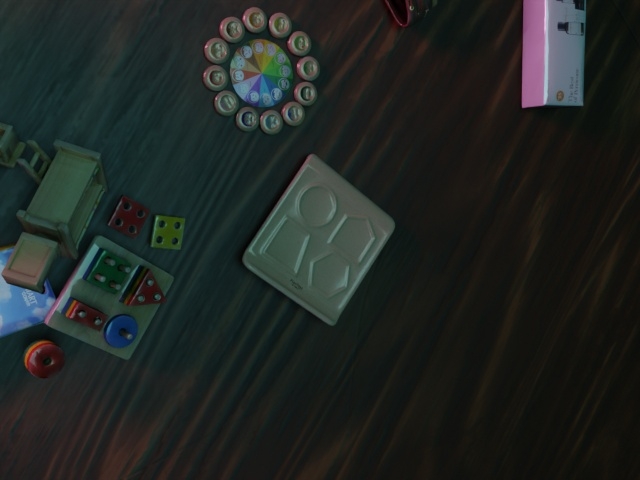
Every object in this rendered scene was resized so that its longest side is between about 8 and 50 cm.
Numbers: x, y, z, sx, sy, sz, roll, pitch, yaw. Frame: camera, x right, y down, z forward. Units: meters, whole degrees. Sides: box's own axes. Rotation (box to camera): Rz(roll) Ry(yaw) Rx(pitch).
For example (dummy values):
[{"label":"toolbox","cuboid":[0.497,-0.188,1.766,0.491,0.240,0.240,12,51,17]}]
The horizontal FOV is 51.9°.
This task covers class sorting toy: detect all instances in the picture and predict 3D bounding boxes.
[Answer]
[{"label":"sorting toy","cuboid":[0.000,0.000,1.029,0.193,0.038,0.208,37,76,-24]},{"label":"sorting toy","cuboid":[-0.267,0.074,0.882,0.132,0.046,0.274,38,74,-40]}]

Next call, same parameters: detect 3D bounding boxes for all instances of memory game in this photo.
[{"label":"memory game","cuboid":[-0.084,-0.249,0.971,0.186,0.012,0.186,-3,98,-24]}]

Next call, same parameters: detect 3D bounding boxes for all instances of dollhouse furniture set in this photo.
[{"label":"dollhouse furniture set","cuboid":[-0.374,-0.032,0.802,0.161,0.101,0.182,18,64,-3]}]

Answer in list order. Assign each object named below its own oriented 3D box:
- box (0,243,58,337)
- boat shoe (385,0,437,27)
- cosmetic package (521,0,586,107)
[{"label":"box","cuboid":[-0.435,0.077,0.829,0.178,0.042,0.109,-22,105,-22]},{"label":"boat shoe","cuboid":[0.106,-0.428,1.004,0.073,0.073,0.207,-42,111,-17]},{"label":"cosmetic package","cuboid":[0.413,-0.356,1.162,0.099,0.060,0.239,-5,98,-23]}]
